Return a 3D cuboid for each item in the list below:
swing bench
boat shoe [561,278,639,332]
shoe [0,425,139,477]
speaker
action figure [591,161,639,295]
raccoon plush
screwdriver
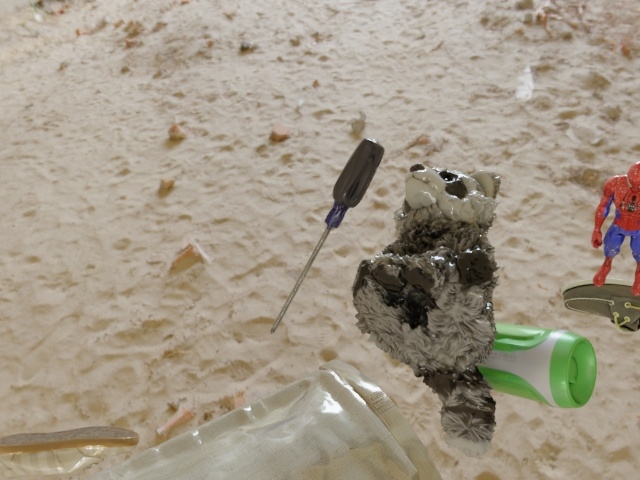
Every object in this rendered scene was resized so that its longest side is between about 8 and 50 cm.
[{"bbox_3d":[-0.072,0.234,0.423,0.253,0.255,0.165,-16,62,-29],"label":"swing bench"},{"bbox_3d":[0.668,0.145,1.013,0.304,0.109,0.091,2,63,35],"label":"boat shoe"},{"bbox_3d":[-0.393,0.331,0.756,0.218,0.076,0.058,-3,85,-1],"label":"shoe"},{"bbox_3d":[0.309,0.204,0.855,0.131,0.131,0.296,-39,23,-32],"label":"speaker"},{"bbox_3d":[0.185,-0.005,0.290,0.038,0.115,0.030,20,63,37],"label":"action figure"},{"bbox_3d":[0.208,0.091,0.822,0.216,0.447,0.299,6,34,27],"label":"raccoon plush"},{"bbox_3d":[0.000,0.000,0.367,0.024,0.170,0.025,24,18,-18],"label":"screwdriver"}]
